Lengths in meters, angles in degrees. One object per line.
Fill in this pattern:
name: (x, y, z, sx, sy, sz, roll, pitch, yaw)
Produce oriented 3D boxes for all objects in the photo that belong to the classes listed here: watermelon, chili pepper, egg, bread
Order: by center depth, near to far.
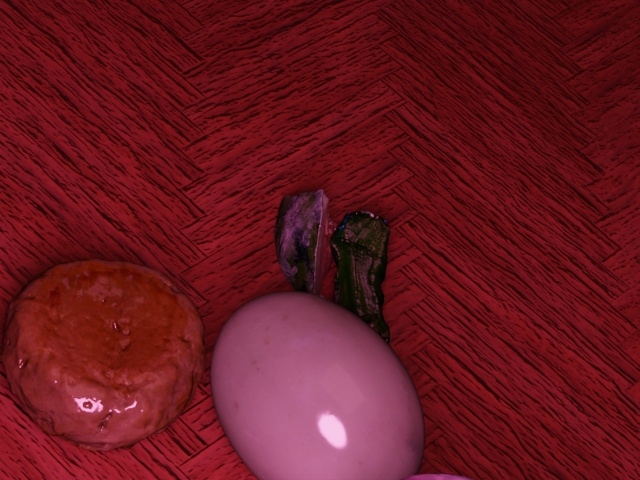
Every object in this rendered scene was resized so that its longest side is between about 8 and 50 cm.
egg: (-0.004, 0.175, 2.047, 0.203, 0.203, 0.282, -16, 55, -34)
bread: (-0.238, 0.127, 2.056, 0.230, 0.123, 0.230, 9, 50, -11)
chili pepper: (0.047, 0.053, 2.281, 0.098, 0.061, 0.224, 49, 31, -35)
watermelon: (-0.010, 0.001, 2.310, 0.080, 0.101, 0.155, 26, 52, -14)

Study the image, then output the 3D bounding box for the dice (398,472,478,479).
dice: (0.095, 0.408, 1.815, 0.270, 0.270, 0.271, -28, 63, -38)
